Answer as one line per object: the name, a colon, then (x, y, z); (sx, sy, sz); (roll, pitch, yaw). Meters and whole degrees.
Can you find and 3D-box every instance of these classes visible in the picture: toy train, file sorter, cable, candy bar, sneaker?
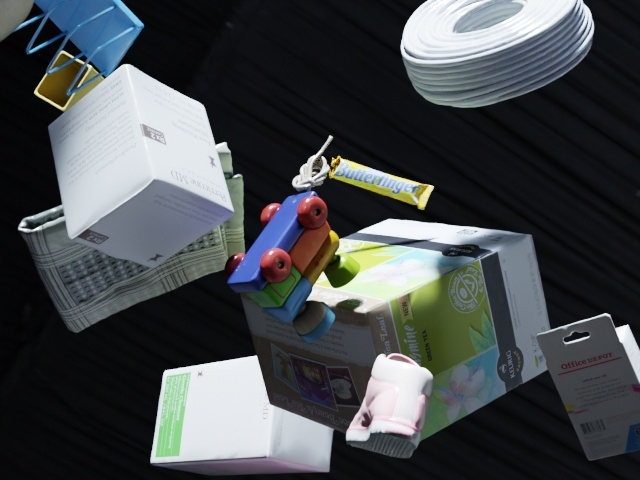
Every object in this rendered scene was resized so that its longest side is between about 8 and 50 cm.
toy train: (0.000, 0.000, 1.336); (0.105, 0.143, 0.248); (-8, 42, 54)
file sorter: (-0.357, -0.305, 1.429); (0.118, 0.170, 0.104); (-41, 4, 44)
cable: (0.236, -0.278, 1.404); (0.257, 0.089, 0.257); (-8, 34, 27)
candy bar: (0.089, -0.088, 1.571); (0.018, 0.162, 0.040); (64, -134, -75)
sneaker: (0.056, 0.128, 0.803); (0.134, 0.051, 0.070); (115, 170, -71)

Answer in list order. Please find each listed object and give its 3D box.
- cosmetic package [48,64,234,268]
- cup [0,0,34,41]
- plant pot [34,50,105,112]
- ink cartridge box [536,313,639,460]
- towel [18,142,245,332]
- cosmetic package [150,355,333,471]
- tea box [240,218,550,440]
cosmetic package: (-0.229, -0.090, 1.314); (0.151, 0.151, 0.183); (-33, 59, 24)
cup: (-0.516, -0.285, 1.123); (0.331, 0.331, 0.237); (-42, 16, 51)
plant pot: (-0.376, -0.231, 1.617); (0.082, 0.083, 0.081); (30, 86, 33)
ink cartridge box: (0.359, 0.177, 1.315); (0.104, 0.181, 0.061); (-21, 7, 29)
towel: (-0.260, 0.008, 1.559); (0.324, 0.056, 0.312); (-24, -30, -14)
cosmetic package: (-0.145, 0.332, 1.940); (0.366, 0.155, 0.196); (-18, 60, 46)
tea box: (0.110, 0.125, 1.558); (0.324, 0.219, 0.329); (-23, 17, -32)
